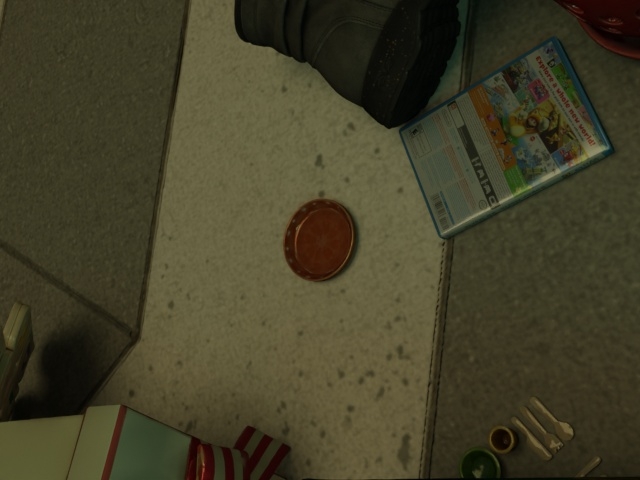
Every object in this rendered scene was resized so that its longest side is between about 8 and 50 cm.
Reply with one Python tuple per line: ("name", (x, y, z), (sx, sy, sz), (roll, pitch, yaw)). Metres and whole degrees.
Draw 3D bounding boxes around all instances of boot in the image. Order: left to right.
("boot", (0.043, -0.285, 0.721), (0.223, 0.118, 0.338), (37, 119, 19))

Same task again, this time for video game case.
("video game case", (0.159, -0.089, 0.737), (0.166, 0.015, 0.119), (-29, 64, 26))

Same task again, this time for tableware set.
("tableware set", (0.182, 0.207, 0.651), (0.104, 0.024, 0.154), (-51, 58, 15))

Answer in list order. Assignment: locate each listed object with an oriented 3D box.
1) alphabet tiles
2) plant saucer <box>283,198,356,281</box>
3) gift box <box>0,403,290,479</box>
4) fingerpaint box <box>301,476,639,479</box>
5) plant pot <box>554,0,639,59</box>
("alphabet tiles", (-0.363, 0.214, 0.893), (0.278, 0.021, 0.284), (120, 163, -57))
("plant saucer", (0.000, 0.000, 0.825), (0.084, 0.013, 0.083), (-8, 76, 33))
("gift box", (-0.170, 0.290, 0.741), (0.258, 0.276, 0.255), (-13, 60, 35))
("fingerpaint box", (0.160, 0.365, 0.448), (0.371, 0.163, 0.444), (-3, 83, 10))
("plant pot", (0.250, -0.240, 0.611), (0.191, 0.174, 0.191), (-8, 76, 33))
